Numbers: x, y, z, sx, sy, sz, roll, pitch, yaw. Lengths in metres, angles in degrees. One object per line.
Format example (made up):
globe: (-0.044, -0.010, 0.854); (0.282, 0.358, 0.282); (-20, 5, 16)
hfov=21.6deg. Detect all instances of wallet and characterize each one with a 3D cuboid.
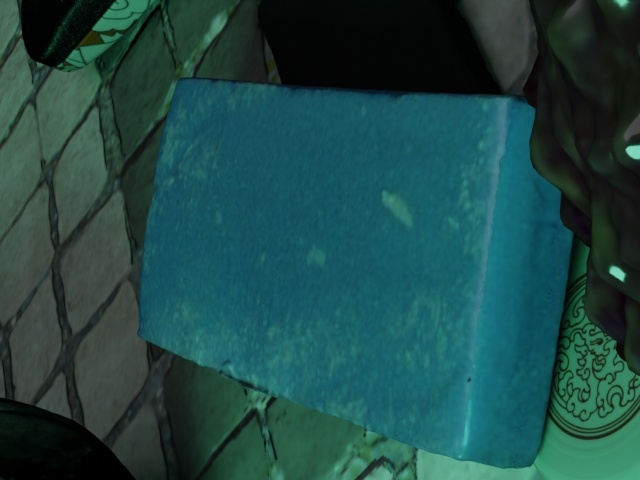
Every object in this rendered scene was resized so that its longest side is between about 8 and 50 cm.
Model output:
wallet: (0.023, -0.079, 0.813); (0.124, 0.025, 0.244); (-54, 37, 33)

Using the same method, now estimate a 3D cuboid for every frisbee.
frisbee: (0.108, 0.043, 0.629); (0.110, 0.014, 0.110); (-31, 50, 47)

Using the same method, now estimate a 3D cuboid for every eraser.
eraser: (0.000, 0.000, 0.754); (0.312, 0.043, 0.144); (13, 95, 60)

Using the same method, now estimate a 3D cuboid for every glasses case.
glasses case: (-0.114, -0.206, 1.051); (0.267, 0.067, 0.103); (-40, 42, 43)

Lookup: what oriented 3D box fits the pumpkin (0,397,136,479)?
pumpkin: (-0.224, 0.220, 0.819); (0.296, 0.296, 0.295); (-32, 50, 47)

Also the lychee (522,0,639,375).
lychee: (0.169, -0.024, 0.372); (0.271, 0.271, 0.271); (-32, 50, 47)
